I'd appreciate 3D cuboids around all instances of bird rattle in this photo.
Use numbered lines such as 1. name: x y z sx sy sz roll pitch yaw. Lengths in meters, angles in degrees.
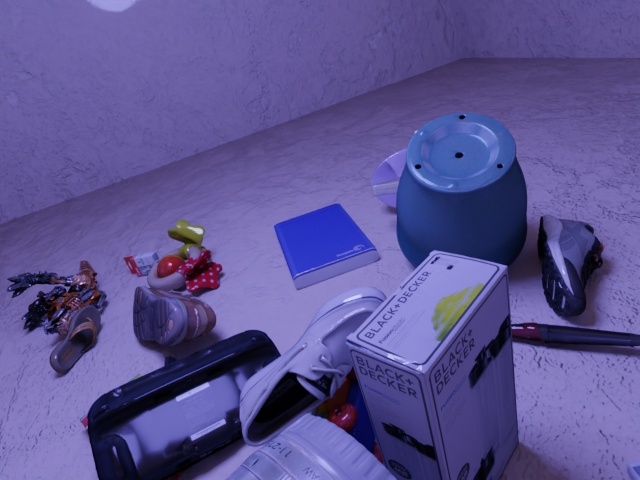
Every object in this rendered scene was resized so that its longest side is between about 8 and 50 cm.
1. bird rattle: -0.376 0.074 1.185 0.207 0.143 0.253 -29 41 1

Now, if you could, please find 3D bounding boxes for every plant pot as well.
1. plant pot: 0.269 -0.092 0.838 0.272 0.255 0.271 -8 58 14

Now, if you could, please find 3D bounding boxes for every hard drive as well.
1. hard drive: 0.000 0.000 1.148 0.210 0.040 0.318 -19 28 -6

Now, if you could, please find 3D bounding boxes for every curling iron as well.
1. curling iron: 0.344 0.157 0.681 0.274 0.035 0.068 -4 35 24

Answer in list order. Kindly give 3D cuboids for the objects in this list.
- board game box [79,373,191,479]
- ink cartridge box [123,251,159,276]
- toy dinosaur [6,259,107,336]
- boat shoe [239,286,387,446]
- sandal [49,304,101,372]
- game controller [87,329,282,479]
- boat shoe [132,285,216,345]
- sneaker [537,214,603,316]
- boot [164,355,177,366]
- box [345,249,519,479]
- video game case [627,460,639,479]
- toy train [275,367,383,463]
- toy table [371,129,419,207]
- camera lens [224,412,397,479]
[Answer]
1. board game box: -0.303 0.326 0.734 0.260 0.039 0.124 15 41 41
2. ink cartridge box: -0.534 0.073 1.284 0.115 0.062 0.029 -10 27 14
3. toy dinosaur: -0.698 0.157 1.186 0.219 0.164 0.322 -6 8 -10
4. boat shoe: -0.008 0.172 0.577 0.268 0.096 0.088 -38 20 7
5. sandal: -0.562 0.227 1.010 0.049 0.072 0.180 -20 32 18
6. game controller: -0.200 0.264 0.697 0.319 0.067 0.166 -21 60 -23
7. boat shoe: -0.340 0.170 0.974 0.117 0.123 0.324 5 1 -39
8. sneaker: 0.458 0.033 0.780 0.108 0.100 0.271 3 33 23
9. boot: -0.237 0.251 0.798 0.099 0.045 0.121 -6 21 -18
10. box: 0.141 0.178 0.482 0.087 0.289 0.169 13 39 44
11. video game case: 0.446 0.281 0.412 0.191 0.022 0.173 -14 28 6
12. toy train: 0.029 0.230 0.669 0.144 0.105 0.248 -18 25 27
13. toy table: 0.267 -0.156 1.099 0.275 0.252 0.161 -19 11 12
14. camera lens: -0.046 0.330 0.383 0.274 0.219 0.219 -34 32 -30
